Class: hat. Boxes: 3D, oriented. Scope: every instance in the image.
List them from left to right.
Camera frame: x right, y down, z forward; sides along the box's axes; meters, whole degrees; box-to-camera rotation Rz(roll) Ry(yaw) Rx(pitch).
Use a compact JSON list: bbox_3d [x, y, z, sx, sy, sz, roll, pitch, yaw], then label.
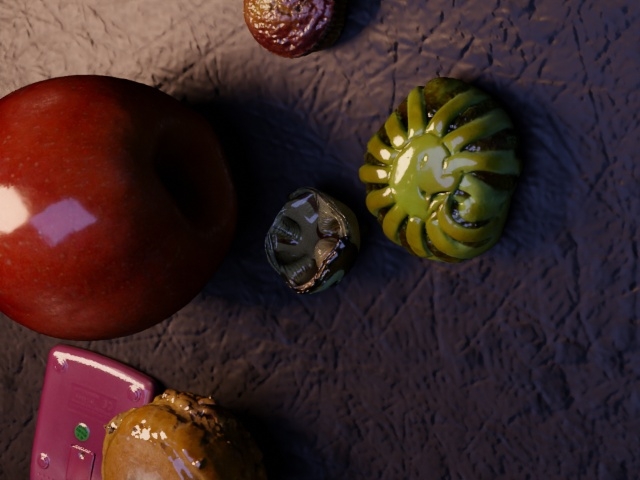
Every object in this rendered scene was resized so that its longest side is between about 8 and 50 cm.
[{"bbox_3d":[0.000,0.000,1.151,0.076,0.059,0.077,45,114,27],"label":"hat"}]

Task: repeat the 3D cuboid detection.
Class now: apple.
[{"bbox_3d":[-0.184,-0.027,1.142,0.201,0.218,0.218,-17,95,32],"label":"apple"}]

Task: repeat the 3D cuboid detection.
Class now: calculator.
[{"bbox_3d":[-0.218,0.199,1.324,0.126,0.034,0.190,18,109,23],"label":"calculator"}]

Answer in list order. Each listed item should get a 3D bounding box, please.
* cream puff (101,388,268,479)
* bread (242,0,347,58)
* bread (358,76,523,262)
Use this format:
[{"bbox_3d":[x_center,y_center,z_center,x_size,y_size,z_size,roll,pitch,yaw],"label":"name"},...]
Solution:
[{"bbox_3d":[-0.113,0.205,1.226,0.150,0.115,0.165,24,122,26],"label":"cream puff"},{"bbox_3d":[-0.021,-0.186,1.113,0.085,0.053,0.085,7,106,24],"label":"bread"},{"bbox_3d":[0.093,-0.052,1.085,0.130,0.071,0.139,41,117,16],"label":"bread"}]
